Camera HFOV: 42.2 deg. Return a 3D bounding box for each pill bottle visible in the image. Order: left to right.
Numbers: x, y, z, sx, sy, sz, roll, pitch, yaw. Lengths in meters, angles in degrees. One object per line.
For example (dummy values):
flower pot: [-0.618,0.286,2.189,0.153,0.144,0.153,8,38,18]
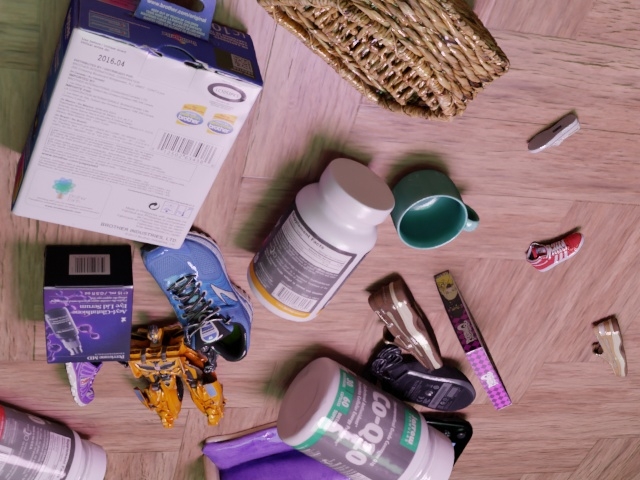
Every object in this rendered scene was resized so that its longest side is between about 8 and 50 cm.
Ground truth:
pill bottle: [-0.604,0.452,1.730,0.161,0.161,0.283,-40,130,22]
pill bottle: [0.000,0.000,1.458,0.162,0.162,0.278,18,125,-29]
pill bottle: [0.102,0.422,1.806,0.361,0.204,0.204,33,119,-20]

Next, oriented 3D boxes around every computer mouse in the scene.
computer mouse: [0.227,0.309,1.886,0.272,0.072,0.188,19,129,-14]

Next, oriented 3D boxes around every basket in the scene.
basket: [0.093,-0.283,1.172,0.223,0.213,0.299,-38,130,20]

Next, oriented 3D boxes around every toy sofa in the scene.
toy sofa: [-0.091,0.531,1.951,0.362,0.150,0.177,-15,136,0]

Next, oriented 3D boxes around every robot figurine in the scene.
robot figurine: [-0.296,0.274,1.677,0.211,0.085,0.291,-6,138,8]

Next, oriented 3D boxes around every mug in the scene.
mug: [0.196,-0.056,1.499,0.129,0.097,0.158,-33,133,16]

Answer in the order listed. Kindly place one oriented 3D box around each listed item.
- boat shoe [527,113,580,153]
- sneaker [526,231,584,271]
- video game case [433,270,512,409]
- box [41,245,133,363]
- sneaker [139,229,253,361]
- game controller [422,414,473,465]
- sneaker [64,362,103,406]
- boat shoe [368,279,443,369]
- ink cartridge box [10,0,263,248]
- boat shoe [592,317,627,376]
boat shoe: [0.419,-0.184,1.483,0.100,0.035,0.035,-37,129,12]
sneaker: [0.473,0.017,1.682,0.067,0.042,0.118,26,124,-38]
video game case: [0.313,0.206,1.704,0.042,0.210,0.232,-25,134,9]
box: [-0.417,0.117,1.495,0.153,0.108,0.207,-1,133,-15]
sneaker: [-0.211,0.109,1.515,0.129,0.147,0.330,-26,133,11]
game controller: [0.268,0.554,2.128,0.166,0.067,0.319,3,131,-18]
sneaker: [-0.468,0.267,1.657,0.071,0.068,0.170,-9,134,-14]
boat shoe: [0.175,0.185,1.738,0.095,0.095,0.257,-22,125,14]
ink cartridge box: [-0.261,-0.194,1.208,0.270,0.151,0.395,13,130,-26]
boat shoe: [0.680,0.256,1.961,0.072,0.068,0.190,-14,126,16]
